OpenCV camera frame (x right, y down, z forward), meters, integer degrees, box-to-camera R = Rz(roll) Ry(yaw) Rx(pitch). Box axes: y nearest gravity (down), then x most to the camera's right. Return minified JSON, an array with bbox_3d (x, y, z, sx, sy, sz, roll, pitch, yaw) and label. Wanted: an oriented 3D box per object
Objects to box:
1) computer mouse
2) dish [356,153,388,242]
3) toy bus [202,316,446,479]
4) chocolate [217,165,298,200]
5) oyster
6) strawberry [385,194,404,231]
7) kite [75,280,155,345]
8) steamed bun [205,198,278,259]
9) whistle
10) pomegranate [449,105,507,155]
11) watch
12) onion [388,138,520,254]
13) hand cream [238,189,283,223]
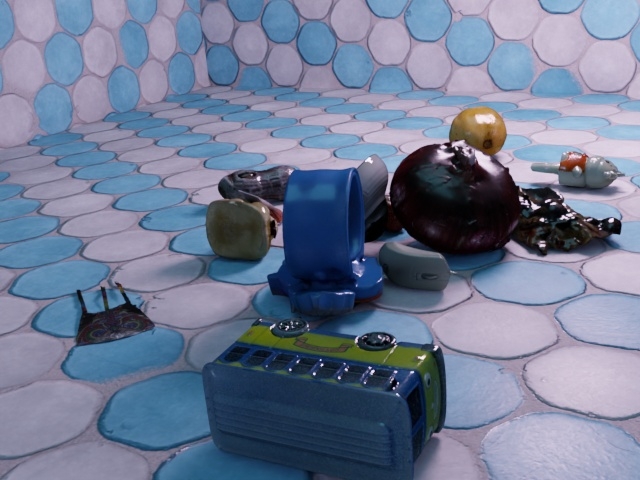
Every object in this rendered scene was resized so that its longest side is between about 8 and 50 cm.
[{"bbox_3d":[0.192,0.060,1.606,0.181,0.089,0.056,12,36,31],"label":"computer mouse"},{"bbox_3d":[0.090,-0.054,1.800,0.134,0.273,0.273,41,32,5],"label":"dish"},{"bbox_3d":[0.009,0.224,1.117,0.312,0.152,0.190,5,22,25],"label":"toy bus"},{"bbox_3d":[-0.171,-0.156,2.226,0.248,0.110,0.110,-5,21,-10],"label":"chocolate"},{"bbox_3d":[0.544,-0.070,1.871,0.221,0.096,0.361,-4,22,-18],"label":"oyster"},{"bbox_3d":[0.171,-0.072,1.941,0.106,0.106,0.106,-4,21,2],"label":"strawberry"},{"bbox_3d":[-0.447,0.142,1.618,0.152,0.015,0.285,-12,22,-20],"label":"kite"},{"bbox_3d":[-0.174,-0.032,1.878,0.172,0.141,0.155,8,11,24],"label":"steamed bun"},{"bbox_3d":[0.712,-0.195,2.152,0.253,0.106,0.102,8,-17,31],"label":"whistle"},{"bbox_3d":[0.501,-0.350,2.490,0.196,0.196,0.196,-4,21,2],"label":"pomegranate"},{"bbox_3d":[0.000,0.000,1.535,0.241,0.274,0.305,-1,16,9],"label":"watch"},{"bbox_3d":[0.317,-0.108,1.782,0.314,0.232,0.314,8,50,-10],"label":"onion"},{"bbox_3d":[-0.136,-0.082,1.962,0.052,0.038,0.216,-12,-18,17],"label":"hand cream"}]
